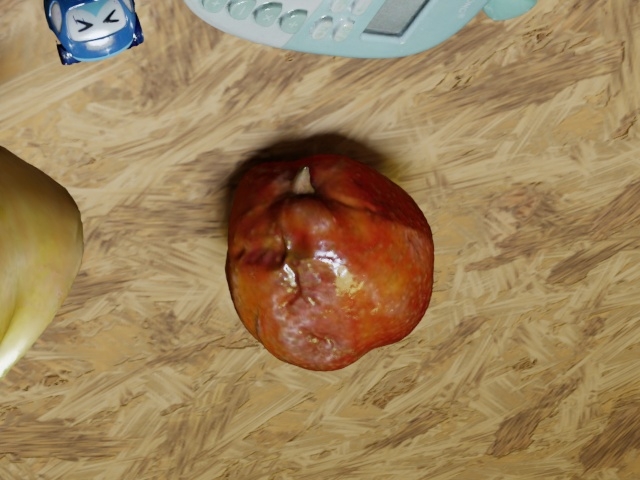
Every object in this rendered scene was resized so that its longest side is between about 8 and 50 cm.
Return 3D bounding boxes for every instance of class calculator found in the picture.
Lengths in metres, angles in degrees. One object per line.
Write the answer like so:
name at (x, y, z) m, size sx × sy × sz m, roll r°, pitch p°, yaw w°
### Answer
calculator at (0.039, -0.191, 1.310) m, size 0.295 × 0.042 × 0.184 m, roll 2°, pitch 145°, yaw -33°

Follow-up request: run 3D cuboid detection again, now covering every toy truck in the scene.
toy truck at (-0.145, -0.156, 1.203) m, size 0.056 × 0.073 × 0.090 m, roll -18°, pitch 154°, yaw -7°

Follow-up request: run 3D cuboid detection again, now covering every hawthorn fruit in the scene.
hawthorn fruit at (0.000, 0.010, 1.537) m, size 0.173 × 0.173 × 0.179 m, roll -36°, pitch 123°, yaw 26°

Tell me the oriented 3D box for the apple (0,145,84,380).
apple at (-0.319, 0.030, 1.206) m, size 0.309 × 0.252 × 0.314 m, roll -34°, pitch 170°, yaw 26°
